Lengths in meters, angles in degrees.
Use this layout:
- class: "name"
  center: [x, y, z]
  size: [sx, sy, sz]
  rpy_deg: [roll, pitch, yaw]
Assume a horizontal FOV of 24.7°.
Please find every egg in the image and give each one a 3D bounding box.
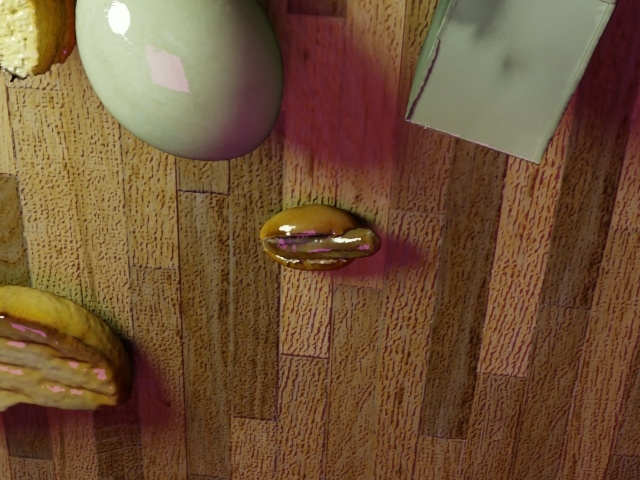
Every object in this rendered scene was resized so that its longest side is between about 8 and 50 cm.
- class: "egg"
  center: [-0.138, -0.185, 1.463]
  size: [0.186, 0.186, 0.253]
  rpy_deg: [-24, 120, 25]

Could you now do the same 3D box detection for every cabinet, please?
- class: "cabinet"
  center: [0.188, -0.212, 1.422]
  size: [0.145, 0.150, 0.206]
  rpy_deg: [18, 130, -2]

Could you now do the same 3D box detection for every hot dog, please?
- class: "hot dog"
  center: [0.000, 0.002, 1.686]
  size: [0.140, 0.060, 0.090]
  rpy_deg: [2, 135, 1]

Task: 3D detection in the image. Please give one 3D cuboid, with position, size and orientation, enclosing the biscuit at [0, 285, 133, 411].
- class: "biscuit"
  center: [-0.375, 0.141, 1.831]
  size: [0.274, 0.091, 0.213]
  rpy_deg: [3, 133, 7]

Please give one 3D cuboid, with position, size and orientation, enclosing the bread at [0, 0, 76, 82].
- class: "bread"
  center: [-0.351, -0.275, 1.458]
  size: [0.260, 0.129, 0.134]
  rpy_deg: [26, 121, -15]
